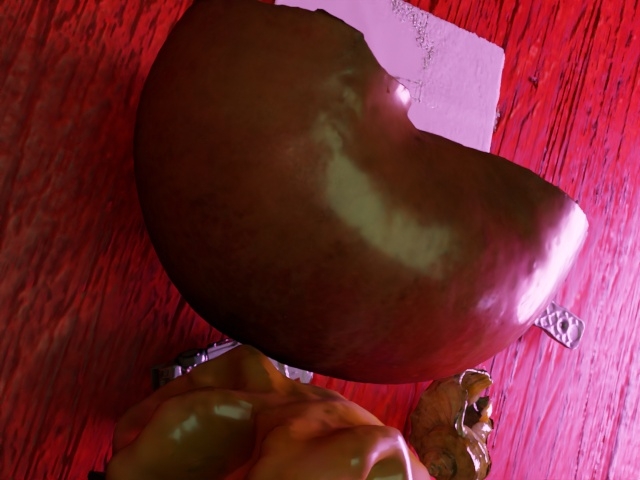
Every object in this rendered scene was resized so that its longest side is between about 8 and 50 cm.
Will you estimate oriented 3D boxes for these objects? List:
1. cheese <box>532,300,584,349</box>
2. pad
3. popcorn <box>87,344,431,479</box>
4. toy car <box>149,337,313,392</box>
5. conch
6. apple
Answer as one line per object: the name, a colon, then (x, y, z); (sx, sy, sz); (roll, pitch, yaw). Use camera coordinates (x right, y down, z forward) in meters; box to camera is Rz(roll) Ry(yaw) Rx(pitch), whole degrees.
cheese: (0.154, 0.039, 0.804); (0.192, 0.037, 0.097); (33, 73, -25)
pad: (0.055, -0.121, 0.775); (0.232, 0.004, 0.156); (17, 78, -29)
popcorn: (-0.001, 0.212, 0.537); (0.281, 0.297, 0.316); (-19, 83, 3)
toy car: (-0.057, 0.093, 0.676); (0.122, 0.035, 0.059); (-18, 99, -36)
conch: (0.109, 0.141, 0.748); (0.121, 0.074, 0.089); (-38, 143, -48)
apple: (0.000, 0.000, 0.603); (0.293, 0.251, 0.163); (34, 75, -18)
